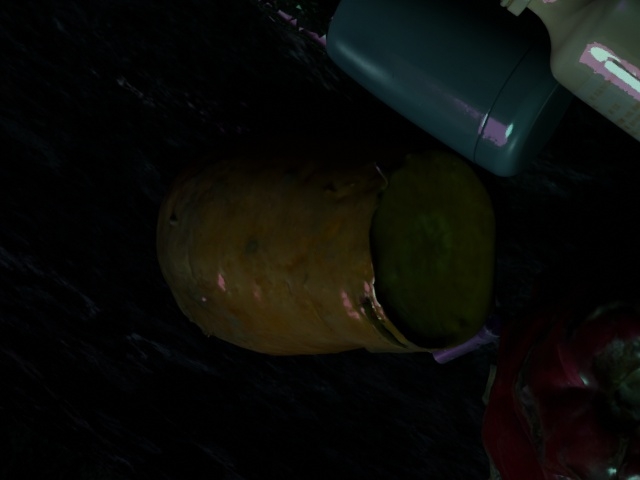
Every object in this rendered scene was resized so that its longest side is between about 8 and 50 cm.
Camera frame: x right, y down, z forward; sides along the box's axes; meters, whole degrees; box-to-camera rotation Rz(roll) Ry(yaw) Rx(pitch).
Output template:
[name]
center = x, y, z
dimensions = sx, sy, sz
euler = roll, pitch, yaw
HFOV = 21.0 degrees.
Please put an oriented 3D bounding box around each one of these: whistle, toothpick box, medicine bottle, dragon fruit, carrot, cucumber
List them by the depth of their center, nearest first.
[medicine bottle]
center = 0.215, -0.137, 1.170
dimensions = 0.252, 0.114, 0.114
euler = 35, 158, -2
[toothpick box]
center = 0.100, -0.141, 1.326
dimensions = 0.184, 0.120, 0.120
euler = 33, 158, 15
[dragon fruit]
center = 0.281, 0.141, 1.388
dimensions = 0.329, 0.329, 0.329
euler = 29, 158, 13
[cucumber]
center = -0.027, -0.204, 1.476
dimensions = 0.256, 0.043, 0.044
euler = 34, 163, 0
[carrot]
center = 0.000, 0.000, 1.632
dimensions = 0.340, 0.224, 0.224
euler = -1, 140, 48
[whistle]
center = 0.156, 0.105, 1.863
dimensions = 0.033, 0.033, 0.176
euler = 37, 158, -7
